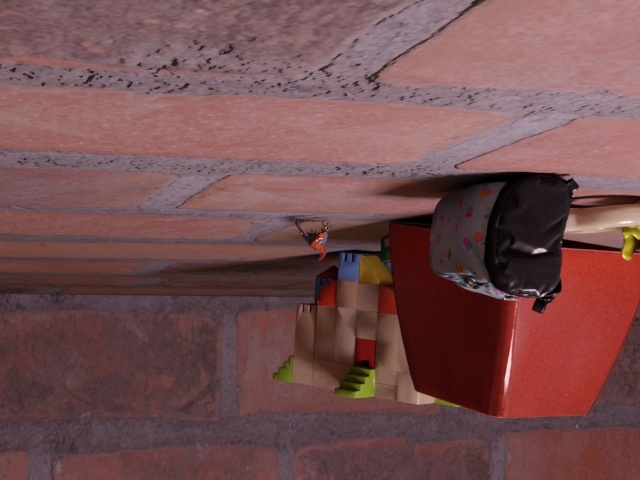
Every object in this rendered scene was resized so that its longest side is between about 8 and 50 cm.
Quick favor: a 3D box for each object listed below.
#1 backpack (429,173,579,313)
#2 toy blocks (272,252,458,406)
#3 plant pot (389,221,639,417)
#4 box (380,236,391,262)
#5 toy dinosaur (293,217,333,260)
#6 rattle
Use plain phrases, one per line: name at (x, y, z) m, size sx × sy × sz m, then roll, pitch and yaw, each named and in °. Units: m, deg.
backpack at (0.198, -0.004, 1.435) m, size 0.115 × 0.152 × 0.182 m, roll 18°, pitch 172°, yaw -16°
toy blocks at (0.094, 0.135, 2.236) m, size 0.381 × 0.261 × 0.190 m, roll 4°, pitch -179°, yaw 42°
plant pot at (0.261, 0.111, 1.769) m, size 0.267 × 0.236 × 0.267 m, roll 4°, pitch -176°, yaw -35°
box at (0.194, 0.014, 1.997) m, size 0.179 × 0.043 × 0.105 m, roll 4°, pitch 173°, yaw -16°
toy dinosaur at (0.000, 0.000, 1.746) m, size 0.047 × 0.090 × 0.082 m, roll -17°, pitch -157°, yaw 12°
rattle at (0.326, 0.016, 1.595) m, size 0.199 × 0.143 × 0.130 m, roll -6°, pitch -167°, yaw -3°
